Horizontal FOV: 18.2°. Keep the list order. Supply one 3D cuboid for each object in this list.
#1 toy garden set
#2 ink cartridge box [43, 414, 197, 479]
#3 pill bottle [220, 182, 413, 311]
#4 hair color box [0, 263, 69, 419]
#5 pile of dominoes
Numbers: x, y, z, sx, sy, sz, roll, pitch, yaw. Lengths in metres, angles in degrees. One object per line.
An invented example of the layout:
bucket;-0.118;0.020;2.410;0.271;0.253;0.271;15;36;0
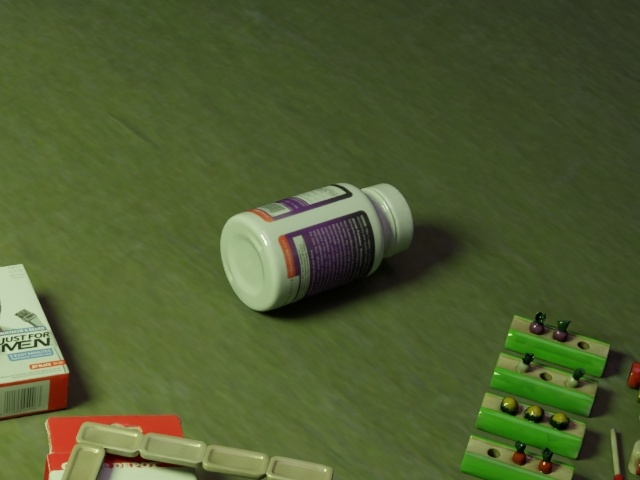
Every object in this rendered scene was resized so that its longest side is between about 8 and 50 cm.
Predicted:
toy garden set;0.270;0.170;2.030;0.204;0.049;0.244;17;38;8
ink cartridge box;-0.175;0.261;1.781;0.134;0.078;0.231;1;39;-15
pill bottle;0.000;0.000;2.128;0.193;0.108;0.108;-18;46;-32
hair color box;-0.316;0.099;1.970;0.093;0.053;0.167;-9;41;-22
pile of dominoes;-0.110;0.255;1.732;0.251;0.040;0.196;10;37;5
